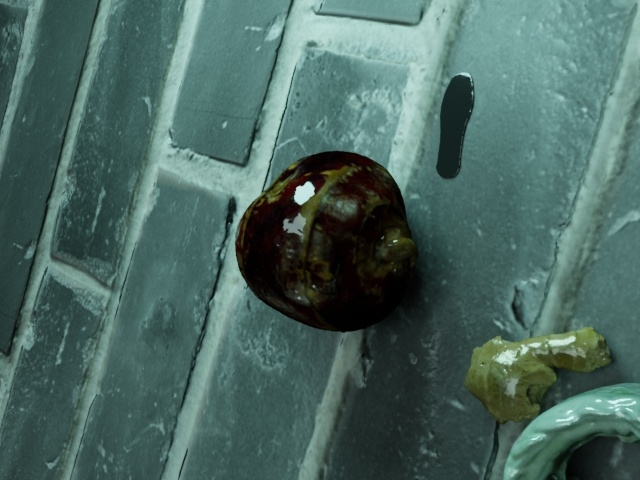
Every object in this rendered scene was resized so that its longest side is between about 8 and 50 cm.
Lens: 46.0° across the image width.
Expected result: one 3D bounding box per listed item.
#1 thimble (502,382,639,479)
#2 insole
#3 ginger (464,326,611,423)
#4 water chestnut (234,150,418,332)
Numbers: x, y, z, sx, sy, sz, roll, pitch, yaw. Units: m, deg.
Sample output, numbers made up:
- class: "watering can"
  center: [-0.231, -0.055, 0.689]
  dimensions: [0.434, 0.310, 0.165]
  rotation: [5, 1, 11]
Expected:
- class: "thimble"
  center: [0.282, 0.234, 0.721]
  dimensions: [0.211, 0.149, 0.185]
  rotation: [-13, 78, 35]
- class: "insole"
  center: [0.169, -0.146, 0.952]
  dimensions: [0.045, 0.002, 0.135]
  rotation: [6, 87, 39]
- class: "ginger"
  center: [0.231, 0.148, 0.822]
  dimensions: [0.165, 0.067, 0.096]
  rotation: [-19, 51, 34]
- class: "water chestnut"
  center: [0.000, 0.000, 0.932]
  dimensions: [0.238, 0.224, 0.223]
  rotation: [20, 96, 53]
